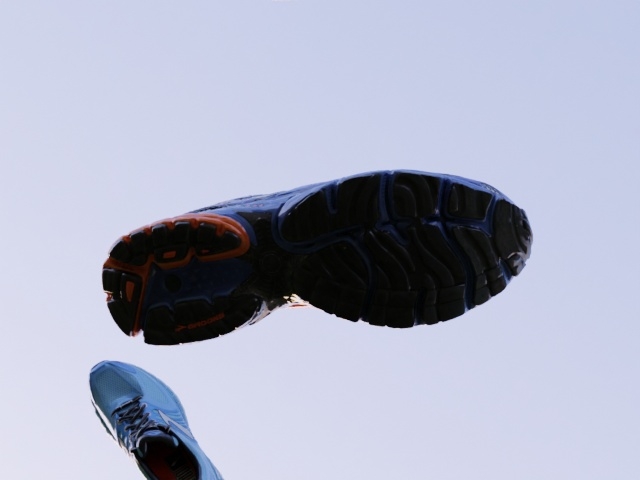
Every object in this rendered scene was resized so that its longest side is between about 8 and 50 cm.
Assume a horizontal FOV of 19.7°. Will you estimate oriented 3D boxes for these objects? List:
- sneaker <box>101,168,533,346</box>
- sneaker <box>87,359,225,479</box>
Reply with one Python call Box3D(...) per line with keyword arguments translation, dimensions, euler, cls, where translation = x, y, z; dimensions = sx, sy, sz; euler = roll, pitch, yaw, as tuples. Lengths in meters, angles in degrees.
Box3D(translation=(0.000, 0.000, 0.951), dimensions=(0.221, 0.087, 0.083), euler=(-4, -76, 13), cls="sneaker")
Box3D(translation=(-0.128, 0.152, 1.445), dimensions=(0.162, 0.063, 0.073), euler=(48, -8, 22), cls="sneaker")
